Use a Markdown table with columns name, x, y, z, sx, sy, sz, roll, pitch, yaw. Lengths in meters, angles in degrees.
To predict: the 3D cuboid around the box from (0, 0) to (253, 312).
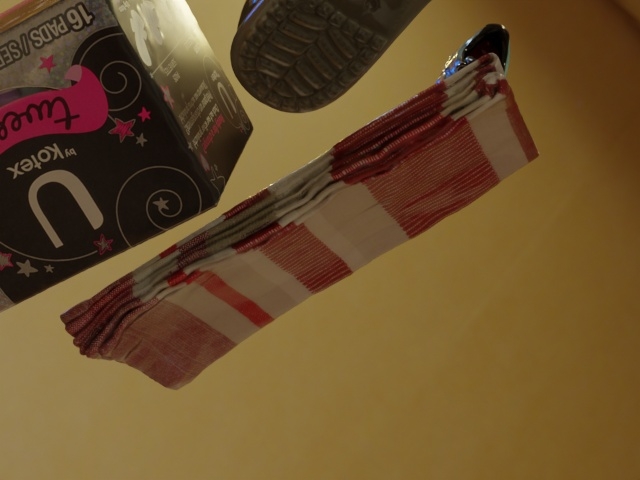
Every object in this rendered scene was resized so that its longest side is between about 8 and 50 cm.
| name | x | y | z | sx | sy | sz | roll | pitch | yaw |
| --- | --- | --- | --- | --- | --- | --- | --- | --- | --- |
| box | -0.183 | -0.047 | 1.008 | 0.142 | 0.247 | 0.163 | 60 | 14 | -14 |

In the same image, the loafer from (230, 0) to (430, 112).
| name | x | y | z | sx | sy | sz | roll | pitch | yaw |
| --- | --- | --- | --- | --- | --- | --- | --- | --- | --- |
| loafer | 0.045 | -0.177 | 0.920 | 0.094 | 0.251 | 0.087 | 43 | 17 | -29 |

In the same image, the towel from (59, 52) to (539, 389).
| name | x | y | z | sx | sy | sz | roll | pitch | yaw |
| --- | --- | --- | --- | --- | --- | --- | --- | --- | --- |
| towel | 0.000 | 0.000 | 1.201 | 0.037 | 0.329 | 0.237 | 60 | 5 | 15 |

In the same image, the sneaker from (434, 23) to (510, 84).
| name | x | y | z | sx | sy | sz | roll | pitch | yaw |
| --- | --- | --- | --- | --- | --- | --- | --- | --- | --- |
| sneaker | 0.113 | -0.117 | 1.422 | 0.063 | 0.162 | 0.073 | 24 | -33 | -1 |
